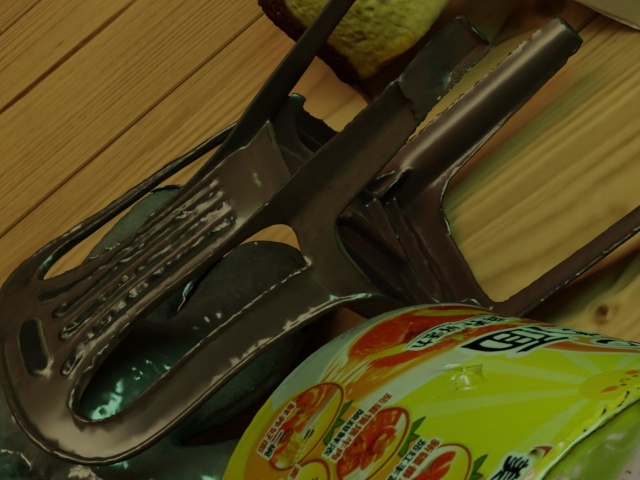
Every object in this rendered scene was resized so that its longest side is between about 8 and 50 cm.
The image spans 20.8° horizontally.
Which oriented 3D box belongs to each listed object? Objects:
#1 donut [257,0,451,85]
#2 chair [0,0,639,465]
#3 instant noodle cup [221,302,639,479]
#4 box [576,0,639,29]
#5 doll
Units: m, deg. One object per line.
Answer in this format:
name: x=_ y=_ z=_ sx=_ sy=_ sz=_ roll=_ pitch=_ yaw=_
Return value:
donut: x=0.024 y=-0.182 z=1.106 sx=0.217 sy=0.085 sz=0.141 roll=-23 pitch=44 yaw=60
chair: x=0.000 y=0.000 z=0.941 sx=0.326 sy=0.183 sz=0.175 roll=-42 pitch=44 yaw=19
instant noodle cup: x=0.087 y=0.142 z=0.690 sx=0.264 sy=0.264 sz=0.200 roll=-52 pitch=32 yaw=-8
box: x=0.195 y=-0.277 z=0.940 sx=0.274 sy=0.116 sz=0.203 roll=112 pitch=180 yaw=-66
doll: x=-0.129 y=0.129 z=1.001 sx=0.246 sy=0.158 sz=0.340 roll=24 pitch=54 yaw=18
